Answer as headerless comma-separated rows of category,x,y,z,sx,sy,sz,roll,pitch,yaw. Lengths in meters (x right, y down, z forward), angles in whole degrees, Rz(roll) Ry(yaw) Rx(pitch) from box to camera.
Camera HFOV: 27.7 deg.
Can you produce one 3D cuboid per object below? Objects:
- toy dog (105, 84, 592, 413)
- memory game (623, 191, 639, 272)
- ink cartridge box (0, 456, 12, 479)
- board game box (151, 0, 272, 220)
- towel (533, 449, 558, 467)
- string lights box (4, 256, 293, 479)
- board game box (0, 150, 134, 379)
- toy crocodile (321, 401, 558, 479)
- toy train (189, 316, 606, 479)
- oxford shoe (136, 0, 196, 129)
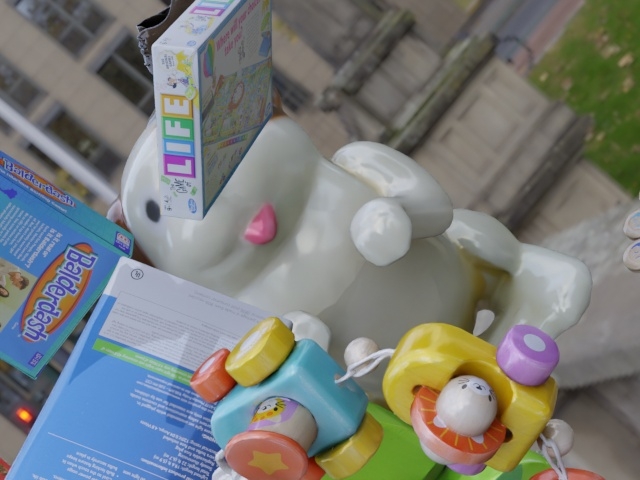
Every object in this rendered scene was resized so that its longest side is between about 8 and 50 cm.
toy dog,0.000,0.000,1.273,0.285,0.408,0.395,-52,27,14
memory game,0.362,-0.026,1.195,0.186,0.012,0.186,-28,38,25
ink cartridge box,-0.294,0.305,1.311,0.189,0.232,0.066,-15,40,51
board game box,-0.060,-0.093,0.771,0.154,0.026,0.104,-64,-22,-59
towel,0.188,0.285,1.366,0.148,0.110,0.027,-9,0,-14
string lights box,-0.128,0.153,0.874,0.077,0.133,0.260,100,-167,-61
board game box,-0.297,0.007,1.154,0.160,0.210,0.047,-50,19,17
toy crocodile,0.120,0.182,0.742,0.105,0.340,0.115,-56,28,-3
toy train,0.030,0.086,0.438,0.046,0.166,0.125,-62,-29,-54
oxford shoe,-0.162,-0.207,1.438,0.083,0.096,0.227,-81,12,-58
